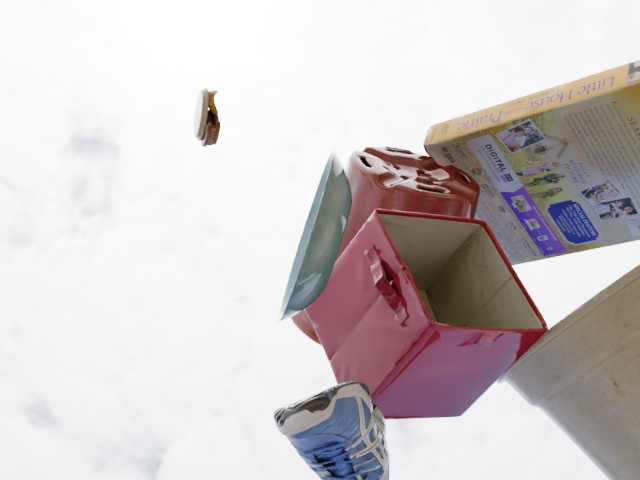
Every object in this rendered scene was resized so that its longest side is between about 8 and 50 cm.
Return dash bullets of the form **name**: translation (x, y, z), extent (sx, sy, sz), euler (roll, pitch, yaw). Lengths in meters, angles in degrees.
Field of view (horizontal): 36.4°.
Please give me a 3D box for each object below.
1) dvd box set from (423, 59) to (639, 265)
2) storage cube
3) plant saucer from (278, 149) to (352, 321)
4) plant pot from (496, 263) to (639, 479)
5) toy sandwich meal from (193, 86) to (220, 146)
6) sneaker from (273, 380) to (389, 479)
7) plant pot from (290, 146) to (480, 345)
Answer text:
- **dvd box set**: translation (0.413, -0.112, 1.500), extent (0.307, 0.420, 0.062), euler (48, -136, -32)
- **storage cube**: translation (0.126, 0.097, 1.212), extent (0.215, 0.193, 0.183), euler (5, -135, -36)
- **plant saucer**: translation (0.000, 0.000, 1.043), extent (0.037, 0.195, 0.195), euler (18, -115, -3)
- **plant pot**: translation (0.451, 0.209, 1.273), extent (0.334, 0.334, 0.305), euler (-20, -111, -42)
- **toy sandwich meal**: translation (-0.159, -0.176, 1.380), extent (0.029, 0.085, 0.085), euler (6, -105, -17)
- **sneaker**: translation (0.023, 0.182, 0.869), extent (0.211, 0.080, 0.081), euler (41, -151, -61)
- **plant pot**: translation (0.110, 0.013, 1.483), extent (0.272, 0.272, 0.265), euler (-5, -61, -41)
